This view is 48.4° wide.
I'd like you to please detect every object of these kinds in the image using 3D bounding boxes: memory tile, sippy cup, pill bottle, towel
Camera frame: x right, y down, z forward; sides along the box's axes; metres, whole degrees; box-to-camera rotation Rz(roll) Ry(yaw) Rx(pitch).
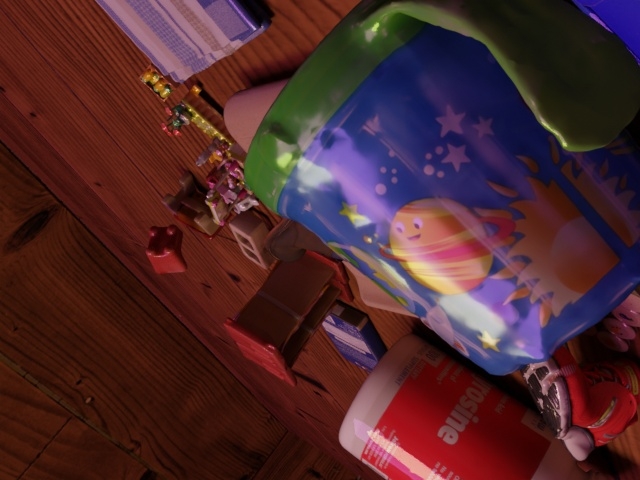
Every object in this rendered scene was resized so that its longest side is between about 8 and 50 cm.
[{"bbox_3d":[0.294,0.069,0.774,0.113,0.012,0.148,29,158,25],"label":"memory tile"},{"bbox_3d":[0.105,-0.039,0.487,0.224,0.240,0.305,47,-157,9],"label":"sippy cup"},{"bbox_3d":[0.252,0.348,1.143,0.407,0.229,0.229,32,160,18],"label":"pill bottle"},{"bbox_3d":[-0.184,-0.286,0.811,0.209,0.034,0.285,47,159,-22],"label":"towel"}]

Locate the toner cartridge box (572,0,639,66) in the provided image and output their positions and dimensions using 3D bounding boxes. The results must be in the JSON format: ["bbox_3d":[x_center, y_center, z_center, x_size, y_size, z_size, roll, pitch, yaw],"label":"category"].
[{"bbox_3d":[0.218,-0.187,0.249,0.165,0.075,0.348,44,160,-8],"label":"toner cartridge box"}]

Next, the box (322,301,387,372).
[{"bbox_3d":[0.067,0.196,1.426,0.136,0.036,0.225,24,154,38],"label":"box"}]

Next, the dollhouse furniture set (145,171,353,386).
[{"bbox_3d":[-0.149,0.063,1.270,0.374,0.201,0.152,29,158,25],"label":"dollhouse furniture set"}]

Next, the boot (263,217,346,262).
[{"bbox_3d":[0.000,0.000,0.821,0.106,0.082,0.219,42,157,9],"label":"boot"}]

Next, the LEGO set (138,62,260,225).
[{"bbox_3d":[-0.171,-0.121,1.033,0.132,0.107,0.287,22,156,38],"label":"LEGO set"}]

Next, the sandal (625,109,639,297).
[{"bbox_3d":[0.249,-0.038,0.538,0.090,0.060,0.219,43,164,44],"label":"sandal"}]

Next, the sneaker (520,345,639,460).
[{"bbox_3d":[0.304,0.164,0.811,0.279,0.118,0.107,43,-159,-53],"label":"sneaker"}]

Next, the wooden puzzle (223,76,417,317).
[{"bbox_3d":[0.070,-0.051,0.826,0.322,0.080,0.348,6,138,57],"label":"wooden puzzle"}]
